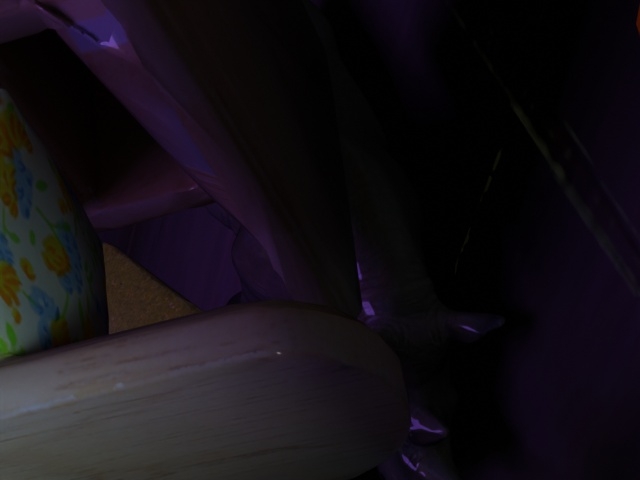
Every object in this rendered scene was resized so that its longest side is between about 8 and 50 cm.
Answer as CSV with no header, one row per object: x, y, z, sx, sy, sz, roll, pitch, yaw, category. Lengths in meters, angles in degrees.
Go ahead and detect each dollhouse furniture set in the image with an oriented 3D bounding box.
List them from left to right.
-0.023,-0.122,0.494,0.394,0.256,0.362,59,-160,-56,dollhouse furniture set

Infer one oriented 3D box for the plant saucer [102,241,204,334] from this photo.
-0.037,0.111,0.762,0.188,0.045,0.188,29,144,60,plant saucer

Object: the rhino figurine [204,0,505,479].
0.000,0.000,0.712,0.106,0.073,0.243,105,147,-43,rhino figurine

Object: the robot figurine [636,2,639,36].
0.134,-0.139,0.384,0.291,0.085,0.211,129,130,-57,robot figurine
